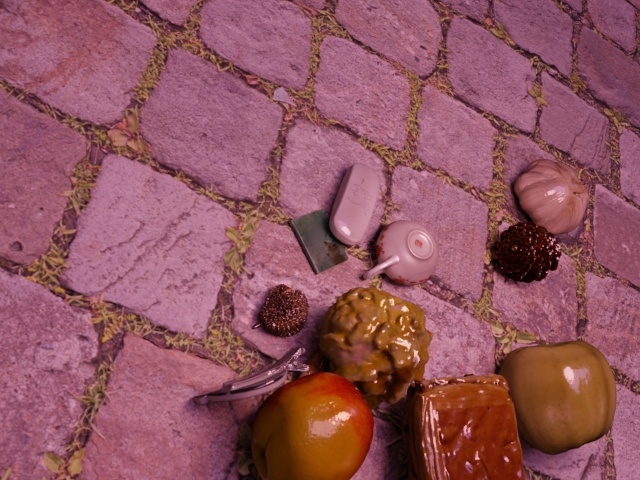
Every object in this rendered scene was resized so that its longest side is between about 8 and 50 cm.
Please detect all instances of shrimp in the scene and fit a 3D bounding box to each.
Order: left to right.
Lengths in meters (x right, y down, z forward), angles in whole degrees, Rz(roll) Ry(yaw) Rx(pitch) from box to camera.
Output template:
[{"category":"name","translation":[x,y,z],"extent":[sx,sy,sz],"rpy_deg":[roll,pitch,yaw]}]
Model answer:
[{"category":"shrimp","translation":[0.002,0.285,1.480],"extent":[0.095,0.045,0.162],"rpy_deg":[39,52,-12]}]

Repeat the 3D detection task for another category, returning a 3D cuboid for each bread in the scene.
[{"category":"bread","translation":[0.286,0.451,1.505],"extent":[0.278,0.167,0.324],"rpy_deg":[4,66,-31]}]

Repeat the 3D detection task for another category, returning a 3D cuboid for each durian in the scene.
[{"category":"durian","translation":[-0.075,0.145,1.482],"extent":[0.140,0.071,0.110],"rpy_deg":[-29,85,-33]}]

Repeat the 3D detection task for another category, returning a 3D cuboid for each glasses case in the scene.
[{"category":"glasses case","translation":[0.082,-0.089,1.689],"extent":[0.092,0.059,0.233],"rpy_deg":[37,49,-19]}]

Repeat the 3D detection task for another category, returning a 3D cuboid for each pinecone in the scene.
[{"category":"pinecone","translation":[0.556,0.034,1.884],"extent":[0.165,0.163,0.162],"rpy_deg":[7,65,-44]}]

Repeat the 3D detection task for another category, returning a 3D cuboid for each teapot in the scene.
[{"category":"teapot","translation":[0.198,0.032,1.693],"extent":[0.246,0.116,0.159],"rpy_deg":[-20,91,-31]}]

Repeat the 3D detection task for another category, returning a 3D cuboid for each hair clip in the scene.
[{"category":"hair clip","translation":[-0.120,0.260,1.356],"extent":[0.220,0.140,0.054],"rpy_deg":[-18,94,-37]}]

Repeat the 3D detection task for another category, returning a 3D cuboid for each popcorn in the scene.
[{"category":"popcorn","translation":[0.118,0.220,1.470],"extent":[0.259,0.212,0.259],"rpy_deg":[36,44,-44]}]

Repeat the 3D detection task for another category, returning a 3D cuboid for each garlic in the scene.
[{"category":"garlic","translation":[0.663,-0.128,2.020],"extent":[0.228,0.152,0.227],"rpy_deg":[10,67,-24]}]

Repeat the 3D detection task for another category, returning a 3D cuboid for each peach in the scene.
[{"category":"peach","translation":[-0.016,0.357,1.319],"extent":[0.231,0.231,0.230],"rpy_deg":[13,62,-27]}]

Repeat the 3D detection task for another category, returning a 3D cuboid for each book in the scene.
[{"category":"book","translation":[0.000,0.000,1.627],"extent":[0.103,0.017,0.135],"rpy_deg":[-22,82,-36]}]

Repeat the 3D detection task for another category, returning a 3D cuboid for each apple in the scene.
[{"category":"apple","translation":[0.564,0.359,1.690],"extent":[0.279,0.279,0.279],"rpy_deg":[13,62,-27]}]
